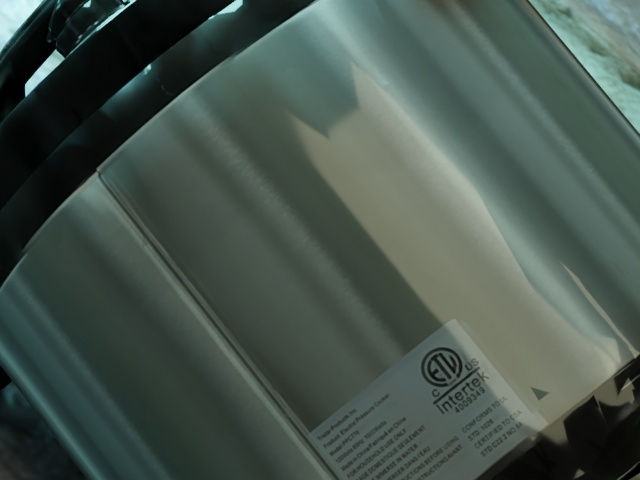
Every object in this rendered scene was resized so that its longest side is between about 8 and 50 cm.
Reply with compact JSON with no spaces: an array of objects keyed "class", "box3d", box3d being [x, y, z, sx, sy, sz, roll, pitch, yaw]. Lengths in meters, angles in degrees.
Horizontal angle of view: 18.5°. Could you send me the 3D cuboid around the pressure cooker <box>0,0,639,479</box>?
[{"class":"pressure cooker","box3d":[0.000,-0.001,1.101,0.370,0.375,0.420,-34,80,-35]}]
